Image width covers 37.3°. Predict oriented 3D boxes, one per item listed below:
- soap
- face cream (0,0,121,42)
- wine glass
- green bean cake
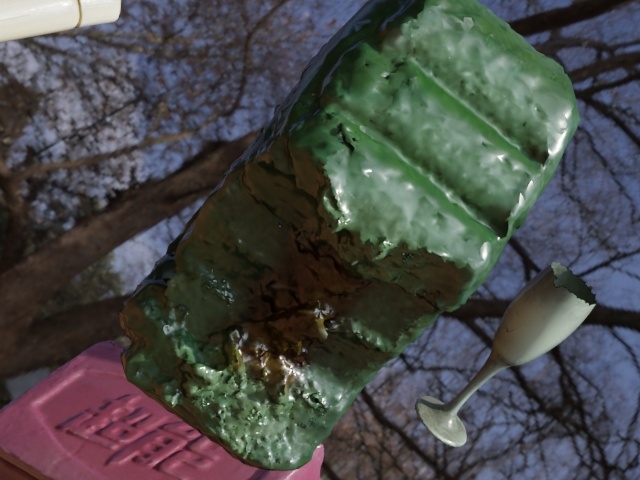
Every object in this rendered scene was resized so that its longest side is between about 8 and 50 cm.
[{"bbox_3d":[-0.199,0.276,1.117,0.359,0.233,0.128,19,-53,28],"label":"soap"},{"bbox_3d":[-0.375,-0.287,1.032,0.173,0.348,0.081,58,-40,14],"label":"face cream"},{"bbox_3d":[0.237,0.112,1.445,0.309,0.096,0.264,-52,-135,24],"label":"wine glass"},{"bbox_3d":[0.000,0.000,0.653,0.169,0.300,0.308,36,-16,-7],"label":"green bean cake"}]
